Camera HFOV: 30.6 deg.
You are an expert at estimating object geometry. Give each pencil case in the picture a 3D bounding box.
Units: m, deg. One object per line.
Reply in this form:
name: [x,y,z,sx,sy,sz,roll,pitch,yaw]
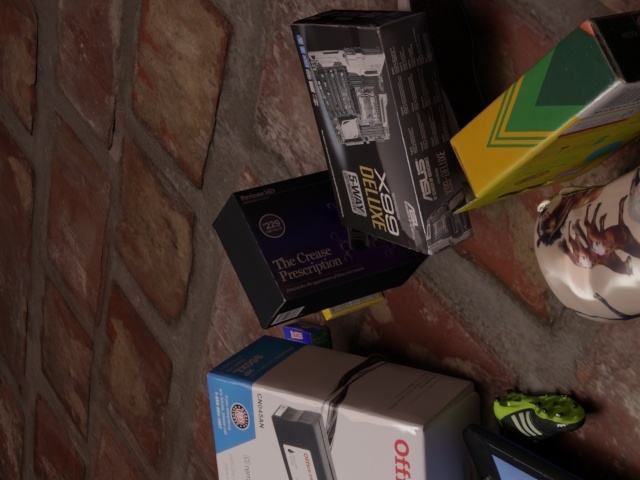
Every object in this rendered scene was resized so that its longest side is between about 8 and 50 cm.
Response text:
pencil case: [0.394,-0.034,1.204,0.410,0.160,0.183,-29,75,54]

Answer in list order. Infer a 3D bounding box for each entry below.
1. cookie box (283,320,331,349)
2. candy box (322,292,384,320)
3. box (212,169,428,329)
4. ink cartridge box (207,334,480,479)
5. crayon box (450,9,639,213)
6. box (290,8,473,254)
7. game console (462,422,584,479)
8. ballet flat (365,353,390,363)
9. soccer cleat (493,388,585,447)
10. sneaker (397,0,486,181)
cookie box: [-0.019,0.203,2.064,0.092,0.040,0.107,10,112,55]
candy box: [0.013,0.021,1.876,0.206,0.105,0.027,65,152,16]
box: [0.000,0.000,1.740,0.184,0.261,0.103,61,146,19]
ink cartridge box: [0.037,0.335,1.807,0.395,0.166,0.285,9,113,34]
crayon box: [0.286,-0.143,1.297,0.318,0.202,0.081,-42,67,54]
box: [0.080,-0.151,1.566,0.242,0.077,0.307,23,131,60]
game console: [0.275,0.427,1.572,0.293,0.173,0.250,22,144,51]
ballet flat: [0.087,0.287,1.914,0.073,0.080,0.232,-111,17,-75]
soccer cleat: [0.302,0.245,1.585,0.179,0.060,0.072,-2,111,64]
sneaker: [0.144,-0.214,1.573,0.123,0.106,0.290,-12,95,55]
